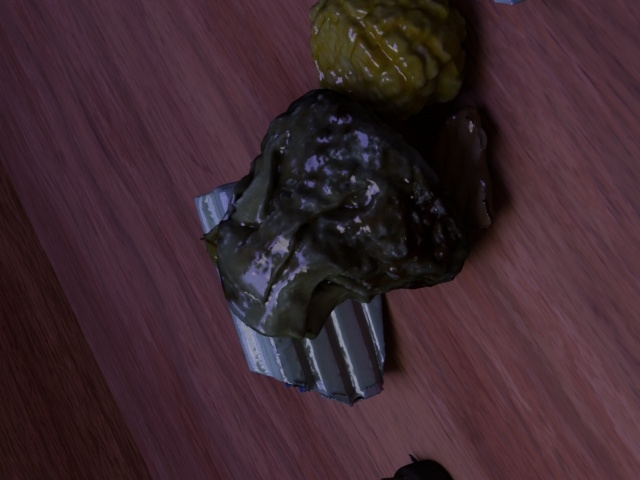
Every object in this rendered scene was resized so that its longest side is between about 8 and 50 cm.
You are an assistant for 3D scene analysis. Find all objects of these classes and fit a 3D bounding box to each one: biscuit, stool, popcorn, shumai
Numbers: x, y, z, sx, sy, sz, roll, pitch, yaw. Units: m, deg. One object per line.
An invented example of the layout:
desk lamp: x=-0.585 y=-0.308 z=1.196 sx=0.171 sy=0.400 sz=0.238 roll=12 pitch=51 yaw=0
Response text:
biscuit: x=0.221 y=-0.109 z=1.254 sx=0.118 sy=0.061 sz=0.183 roll=0 pitch=104 yaw=57
stool: x=0.191 y=0.503 z=1.545 sx=0.217 sy=0.121 sz=0.125 roll=62 pitch=145 yaw=23
popcorn: x=0.083 y=-0.296 z=1.250 sx=0.286 sy=0.174 sz=0.225 roll=10 pitch=126 yaw=57
shumai: x=0.000 y=0.000 z=1.263 sx=0.395 sy=0.348 sz=0.395 roll=40 pitch=163 yaw=15

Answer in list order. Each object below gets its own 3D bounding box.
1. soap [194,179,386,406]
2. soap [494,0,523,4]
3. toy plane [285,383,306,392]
soap: x=-0.035 y=0.090 z=1.536 sx=0.156 sy=0.261 sz=0.445 roll=-17 pitch=92 yaw=57
soap: x=0.223 y=-0.437 z=1.058 sx=0.173 sy=0.095 sz=0.289 roll=-32 pitch=79 yaw=55
toy plane: x=-0.062 y=0.207 z=1.805 sx=0.169 sy=0.078 sz=0.246 roll=-32 pitch=72 yaw=56
